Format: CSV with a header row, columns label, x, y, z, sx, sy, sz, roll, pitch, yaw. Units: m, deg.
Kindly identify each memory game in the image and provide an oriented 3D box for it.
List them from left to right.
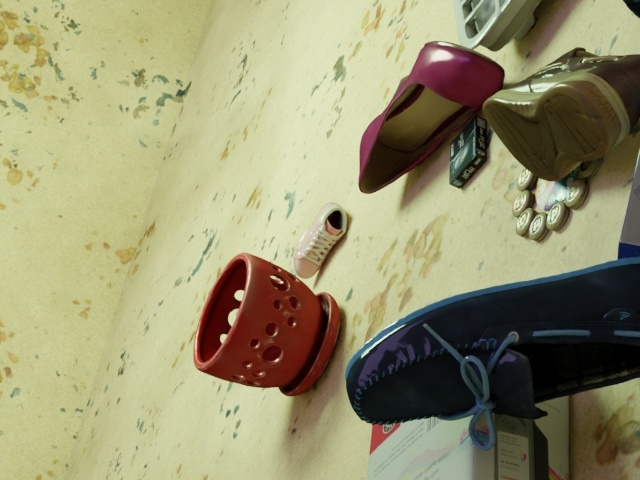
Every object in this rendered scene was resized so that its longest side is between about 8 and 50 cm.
label,x,y,z,sx,sy,sz,roll,pitch,yaw
memory game,0.284,-0.085,1.896,0.186,0.012,0.186,-54,22,33

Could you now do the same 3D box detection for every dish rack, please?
label,x,y,z,sx,sy,sz,roll,pitch,yaw
dish rack,0.302,-0.427,2.181,0.333,0.072,0.285,-55,20,31

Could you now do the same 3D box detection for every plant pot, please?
label,x,y,z,sx,sy,sz,roll,pitch,yaw
plant pot,-0.077,0.136,2.372,0.191,0.174,0.191,-54,21,31

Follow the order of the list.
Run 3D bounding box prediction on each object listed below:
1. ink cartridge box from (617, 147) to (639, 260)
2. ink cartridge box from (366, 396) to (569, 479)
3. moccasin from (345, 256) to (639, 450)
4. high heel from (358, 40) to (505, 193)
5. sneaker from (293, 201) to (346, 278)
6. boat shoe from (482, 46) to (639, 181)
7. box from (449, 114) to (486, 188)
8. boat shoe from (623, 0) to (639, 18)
label,x,y,z,sx,sy,sz,roll,pitch,yaw
ink cartridge box,0.341,-0.067,1.590,0.097,0.046,0.207,71,-147,-65
ink cartridge box,0.148,0.268,1.645,0.226,0.131,0.306,-47,28,44
moccasin,0.187,0.111,1.505,0.342,0.138,0.117,-21,48,11
high heel,0.149,-0.160,2.204,0.181,0.127,0.377,-66,6,-10
sneaker,0.000,0.000,2.526,0.134,0.051,0.070,-63,13,-3
boat shoe,0.292,-0.156,1.804,0.123,0.123,0.342,-37,4,-11
box,0.202,-0.121,2.163,0.067,0.018,0.083,-49,25,41
boat shoe,0.422,-0.325,1.685,0.258,0.089,0.109,-55,21,29
